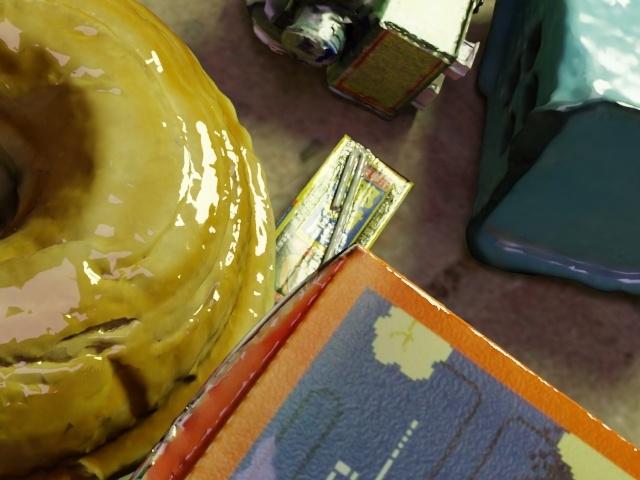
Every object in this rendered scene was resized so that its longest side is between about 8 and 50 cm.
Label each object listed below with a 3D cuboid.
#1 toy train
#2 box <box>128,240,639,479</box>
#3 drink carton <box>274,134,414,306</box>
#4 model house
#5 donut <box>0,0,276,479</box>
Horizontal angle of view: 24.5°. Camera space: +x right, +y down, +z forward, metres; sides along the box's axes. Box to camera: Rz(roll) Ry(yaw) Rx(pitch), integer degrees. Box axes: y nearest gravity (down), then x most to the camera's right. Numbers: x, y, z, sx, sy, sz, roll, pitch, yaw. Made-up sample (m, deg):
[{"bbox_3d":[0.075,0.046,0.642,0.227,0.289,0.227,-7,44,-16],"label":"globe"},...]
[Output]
[{"bbox_3d":[0.050,-0.236,1.225,0.177,0.134,0.261,26,62,-14],"label":"toy train"},{"bbox_3d":[-0.017,0.237,0.858,0.257,0.348,0.318,38,63,3],"label":"box"},{"bbox_3d":[0.000,0.000,1.140,0.071,0.056,0.165,37,61,-2],"label":"drink carton"},{"bbox_3d":[0.258,-0.134,1.198,0.237,0.215,0.303,14,59,-9],"label":"model house"},{"bbox_3d":[-0.246,-0.015,0.992,0.449,0.198,0.449,6,61,-11],"label":"donut"}]
